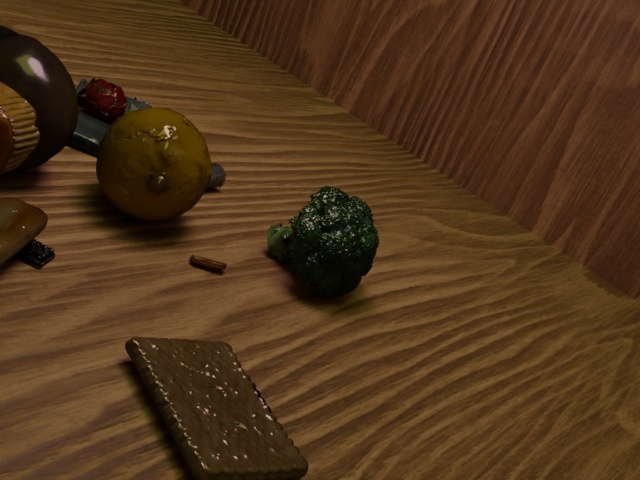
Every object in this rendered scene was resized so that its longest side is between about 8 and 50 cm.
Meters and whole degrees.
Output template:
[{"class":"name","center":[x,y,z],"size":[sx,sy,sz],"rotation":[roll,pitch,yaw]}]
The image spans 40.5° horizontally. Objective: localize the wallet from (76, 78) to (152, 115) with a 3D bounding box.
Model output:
[{"class":"wallet","center":[-0.583,-0.382,2.440],"size":[0.222,0.036,0.167],"rotation":[18,23,-16]}]

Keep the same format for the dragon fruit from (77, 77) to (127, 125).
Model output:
[{"class":"dragon fruit","center":[-0.576,-0.367,2.302],"size":[0.142,0.121,0.130],"rotation":[50,5,17]}]

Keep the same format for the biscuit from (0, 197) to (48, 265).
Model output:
[{"class":"biscuit","center":[-0.632,-0.025,1.481],"size":[0.236,0.062,0.291],"rotation":[25,29,0]}]

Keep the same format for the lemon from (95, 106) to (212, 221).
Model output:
[{"class":"lemon","center":[-0.365,-0.168,1.902],"size":[0.260,0.260,0.284],"rotation":[24,35,-7]}]

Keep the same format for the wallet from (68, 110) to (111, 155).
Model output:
[{"class":"wallet","center":[-0.643,-0.297,2.153],"size":[0.379,0.046,0.191],"rotation":[22,23,-14]}]

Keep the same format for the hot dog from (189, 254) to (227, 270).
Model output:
[{"class":"hot dog","center":[-0.240,0.049,1.853],"size":[0.083,0.021,0.037],"rotation":[17,2,-16]}]

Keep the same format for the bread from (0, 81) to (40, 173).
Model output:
[{"class":"bread","center":[-0.659,-0.228,1.624],"size":[0.250,0.179,0.133],"rotation":[42,21,0]}]

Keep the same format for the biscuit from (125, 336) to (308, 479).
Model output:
[{"class":"biscuit","center":[-0.172,0.267,1.393],"size":[0.217,0.044,0.325],"rotation":[8,28,-41]}]

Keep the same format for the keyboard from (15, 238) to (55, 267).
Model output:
[{"class":"keyboard","center":[-0.601,-0.018,1.593],"size":[0.231,0.023,0.072],"rotation":[26,19,0]}]

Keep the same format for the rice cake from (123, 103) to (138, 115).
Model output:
[{"class":"rice cake","center":[-0.444,-0.257,2.224],"size":[0.189,0.037,0.198],"rotation":[46,15,-14]}]

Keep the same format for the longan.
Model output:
[{"class":"longan","center":[-0.662,-0.298,1.825],"size":[0.350,0.288,0.288],"rotation":[32,21,37]}]

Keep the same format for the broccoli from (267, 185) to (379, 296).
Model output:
[{"class":"broccoli","center":[0.000,0.000,1.992],"size":[0.270,0.270,0.270],"rotation":[3,9,29]}]

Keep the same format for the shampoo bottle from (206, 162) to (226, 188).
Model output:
[{"class":"shampoo bottle","center":[-0.325,-0.159,2.171],"size":[0.072,0.072,0.214],"rotation":[35,23,22]}]
